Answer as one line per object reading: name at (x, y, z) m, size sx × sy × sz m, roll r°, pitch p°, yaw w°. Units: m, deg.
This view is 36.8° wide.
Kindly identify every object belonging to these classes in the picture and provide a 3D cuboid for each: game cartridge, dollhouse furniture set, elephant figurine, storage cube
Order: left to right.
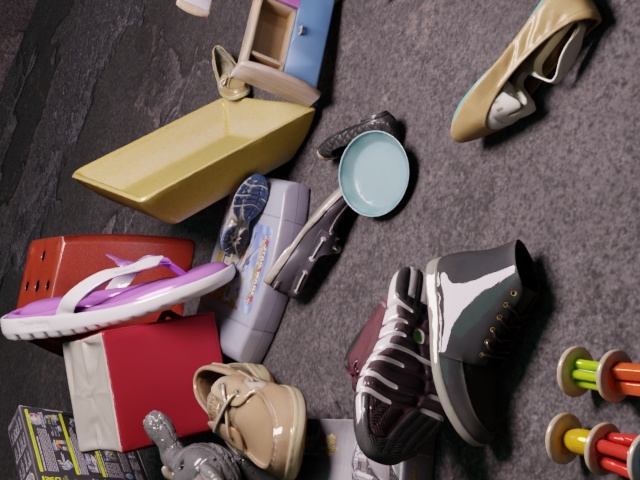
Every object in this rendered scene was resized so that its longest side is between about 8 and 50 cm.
storage cube at (-0.280, 0.226, 1.539) m, size 0.184 × 0.193 × 0.215 m, roll -16°, pitch 83°, yaw 54°
elephant figurine at (-0.145, 0.356, 1.330) m, size 0.169 × 0.186 × 0.239 m, roll 171°, pitch 94°, yaw -82°
game cartridge at (-0.111, 0.042, 1.551) m, size 0.198 × 0.062 × 0.297 m, roll 14°, pitch 89°, yaw 60°
dollhouse furniture set at (-0.038, -0.375, 1.387) m, size 0.303 × 0.286 × 0.198 m, roll -32°, pitch 44°, yaw 59°

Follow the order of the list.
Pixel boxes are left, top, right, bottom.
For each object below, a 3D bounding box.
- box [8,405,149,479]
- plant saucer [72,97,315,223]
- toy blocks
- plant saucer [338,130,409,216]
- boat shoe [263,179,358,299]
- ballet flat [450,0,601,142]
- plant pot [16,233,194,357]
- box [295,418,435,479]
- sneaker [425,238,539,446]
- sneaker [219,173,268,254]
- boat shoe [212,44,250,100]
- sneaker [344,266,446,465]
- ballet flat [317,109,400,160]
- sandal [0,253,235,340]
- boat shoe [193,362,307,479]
box at (-0.417, 0.408, 1.689) m, size 0.060 × 0.216 × 0.270 m, roll -62°, pitch 36°, yaw 18°
plant saucer at (-0.207, -0.131, 1.602) m, size 0.333 × 0.333 × 0.081 m, roll 19°, pitch 135°, yaw 56°
toy blocks at (0.292, 0.167, 0.915) m, size 0.148 × 0.054 × 0.123 m, roll 3°, pitch 79°, yaw 55°
plant saucer at (0.078, -0.092, 1.334) m, size 0.119 × 0.021 × 0.119 m, roll 1°, pitch 91°, yaw 39°
boat shoe at (0.000, 0.000, 1.415) m, size 0.206 × 0.065 × 0.075 m, roll -50°, pitch 3°, yaw 15°
ballet flat at (0.238, -0.192, 1.127) m, size 0.073 × 0.080 × 0.232 m, roll 53°, pitch 123°, yaw 33°
plant pot at (-0.421, 0.108, 1.802) m, size 0.267 × 0.236 × 0.267 m, roll -5°, pitch 73°, yaw 54°
box at (0.043, 0.319, 1.209) m, size 0.231 × 0.056 × 0.183 m, roll -12°, pitch 67°, yaw 53°
sneaker at (0.189, 0.110, 1.065) m, size 0.118 × 0.083 × 0.222 m, roll -20°, pitch 69°, yaw 33°
sneaker at (-0.129, -0.049, 1.524) m, size 0.135 × 0.052 × 0.058 m, roll -63°, pitch 28°, yaw 12°
boat shoe at (-0.169, -0.307, 1.763) m, size 0.056 × 0.048 × 0.153 m, roll -21°, pitch 39°, yaw -2°
sneaker at (0.078, 0.175, 1.152) m, size 0.162 × 0.106 × 0.281 m, roll -55°, pitch 9°, yaw 43°
ballet flat at (0.050, -0.142, 1.395) m, size 0.173 × 0.057 × 0.049 m, roll -20°, pitch 93°, yaw 55°
sandal at (-0.341, 0.076, 1.535) m, size 0.416 × 0.169 × 0.102 m, roll -14°, pitch 99°, yaw 15°
boat shoe at (-0.105, 0.245, 1.334) m, size 0.341 × 0.110 × 0.121 m, roll -168°, pitch 89°, yaw -72°
